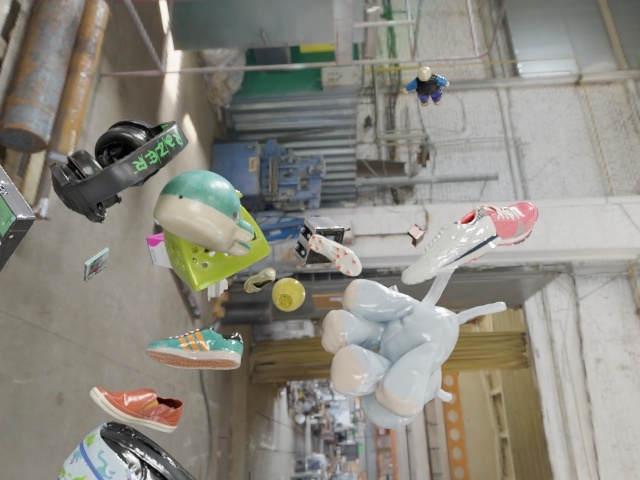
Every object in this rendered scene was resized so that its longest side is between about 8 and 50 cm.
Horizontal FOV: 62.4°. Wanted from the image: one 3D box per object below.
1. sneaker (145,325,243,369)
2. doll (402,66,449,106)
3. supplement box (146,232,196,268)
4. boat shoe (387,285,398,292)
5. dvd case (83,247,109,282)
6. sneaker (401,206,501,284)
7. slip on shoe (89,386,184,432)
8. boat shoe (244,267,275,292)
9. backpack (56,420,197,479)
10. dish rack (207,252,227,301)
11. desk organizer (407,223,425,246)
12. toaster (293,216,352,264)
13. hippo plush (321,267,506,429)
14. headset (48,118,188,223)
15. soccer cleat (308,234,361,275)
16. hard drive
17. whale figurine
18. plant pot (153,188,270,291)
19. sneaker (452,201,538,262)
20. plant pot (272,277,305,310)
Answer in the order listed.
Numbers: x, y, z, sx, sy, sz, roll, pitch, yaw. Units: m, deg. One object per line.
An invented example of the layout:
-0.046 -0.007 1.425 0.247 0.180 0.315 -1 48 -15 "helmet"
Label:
-0.396 0.336 1.684 0.108 0.302 0.121 95 0 -51 "sneaker"
0.295 -0.428 1.478 0.189 0.129 0.046 28 61 -72 "doll"
-0.536 0.032 1.949 0.220 0.114 0.111 6 -69 50 "supplement box"
0.254 0.255 1.738 0.078 0.070 0.219 -59 127 -77 "boat shoe"
-0.714 0.078 1.682 0.087 0.013 0.119 -46 177 -40 "dvd case"
0.275 0.020 1.169 0.095 0.235 0.090 60 10 5 "sneaker"
-0.539 0.483 1.572 0.331 0.123 0.101 40 76 -46 "slip on shoe"
-0.213 0.149 1.844 0.056 0.153 0.048 29 41 -39 "boat shoe"
-0.427 0.585 1.220 0.356 0.273 0.290 53 -4 7 "backpack"
-0.369 0.047 1.953 0.333 0.072 0.286 -109 -156 -72 "dish rack"
0.364 -0.019 2.029 0.050 0.047 0.130 44 -5 15 "desk organizer"
0.000 0.000 2.074 0.110 0.185 0.168 44 -56 41 "toaster"
0.134 0.203 0.962 0.294 0.234 0.237 -41 151 -24 "hippo plush"
-0.415 -0.122 1.073 0.243 0.394 0.185 -50 123 -39 "headset"
0.050 0.039 1.526 0.076 0.196 0.068 12 108 -58 "soccer cleat"
-0.913 -0.024 1.407 0.237 0.339 0.064 47 20 15 "hard drive"
-0.231 -0.054 1.140 0.272 0.216 0.141 53 52 -64 "whale figurine"
-0.299 -0.029 1.391 0.228 0.227 0.207 20 -46 57 "plant pot"
0.502 -0.049 1.524 0.116 0.313 0.136 52 -17 45 "sneaker"
-0.132 0.225 2.074 0.095 0.134 0.134 -70 157 -76 "plant pot"
